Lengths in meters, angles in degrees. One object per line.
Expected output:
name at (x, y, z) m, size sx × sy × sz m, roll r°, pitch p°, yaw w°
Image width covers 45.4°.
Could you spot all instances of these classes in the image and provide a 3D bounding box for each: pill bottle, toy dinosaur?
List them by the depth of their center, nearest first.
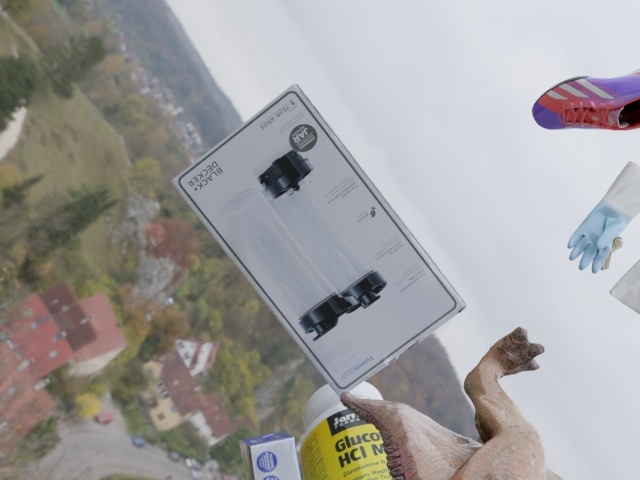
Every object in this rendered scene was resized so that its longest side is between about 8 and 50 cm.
toy dinosaur at (0.114, 0.178, 0.410) m, size 0.296 × 0.200 × 0.127 m, roll 34°, pitch -41°, yaw 16°
pill bottle at (0.071, 0.364, 1.151) m, size 0.187 × 0.188 × 0.334 m, roll 62°, pitch 2°, yaw -29°

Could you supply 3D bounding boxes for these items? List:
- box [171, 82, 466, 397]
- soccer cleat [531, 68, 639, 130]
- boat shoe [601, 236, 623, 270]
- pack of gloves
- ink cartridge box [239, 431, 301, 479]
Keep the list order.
box at (0.000, 0.000, 0.816) m, size 0.290 × 0.169 × 0.087 m, roll 51°, pitch 6°, yaw -3°
soccer cleat at (0.555, -0.261, 1.504) m, size 0.318 × 0.116 × 0.108 m, roll -5°, pitch -49°, yaw 42°
boat shoe at (0.597, -0.001, 1.566) m, size 0.050 × 0.045 × 0.135 m, roll -66°, pitch 157°, yaw -66°
pack of gloves at (0.581, -0.007, 1.388) m, size 0.195 × 0.232 × 0.046 m, roll 37°, pitch -4°, yaw 16°
ink cartridge box at (-0.035, 0.291, 0.721) m, size 0.097 × 0.046 × 0.206 m, roll 135°, pitch -55°, yaw -74°
